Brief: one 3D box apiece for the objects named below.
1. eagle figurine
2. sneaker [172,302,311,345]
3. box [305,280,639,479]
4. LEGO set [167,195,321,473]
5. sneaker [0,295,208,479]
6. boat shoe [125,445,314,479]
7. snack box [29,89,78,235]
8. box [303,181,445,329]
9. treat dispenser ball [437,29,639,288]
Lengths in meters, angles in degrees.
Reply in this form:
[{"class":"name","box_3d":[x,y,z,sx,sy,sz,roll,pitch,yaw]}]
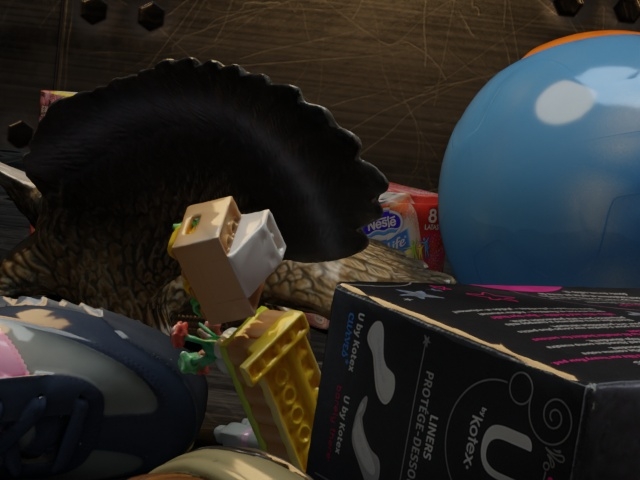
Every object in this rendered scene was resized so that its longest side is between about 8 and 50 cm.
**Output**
[{"class":"eagle figurine","box_3d":[-0.086,0.010,1.005,0.298,0.225,0.226,-25,15,11]},{"class":"sneaker","box_3d":[-0.058,0.057,1.348,0.071,0.066,0.188,2,9,-41]},{"class":"box","box_3d":[0.129,0.110,0.673,0.247,0.163,0.142,2,10,-37]},{"class":"LEGO set","box_3d":[-0.015,0.083,0.898,0.107,0.132,0.287,5,-18,41]},{"class":"sneaker","box_3d":[-0.208,0.095,0.858,0.319,0.112,0.131,6,29,-15]},{"class":"boat shoe","box_3d":[-0.007,0.143,0.536,0.119,0.123,0.324,-5,4,-34]},{"class":"snack box","box_3d":[-0.187,-0.042,1.590,0.070,0.175,0.207,-1,9,-40]},{"class":"box","box_3d":[0.000,0.000,1.616,0.122,0.128,0.257,2,7,-30]},{"class":"treat dispenser ball","box_3d":[0.243,-0.033,1.460,0.288,0.288,0.288,6,7,-1]}]
